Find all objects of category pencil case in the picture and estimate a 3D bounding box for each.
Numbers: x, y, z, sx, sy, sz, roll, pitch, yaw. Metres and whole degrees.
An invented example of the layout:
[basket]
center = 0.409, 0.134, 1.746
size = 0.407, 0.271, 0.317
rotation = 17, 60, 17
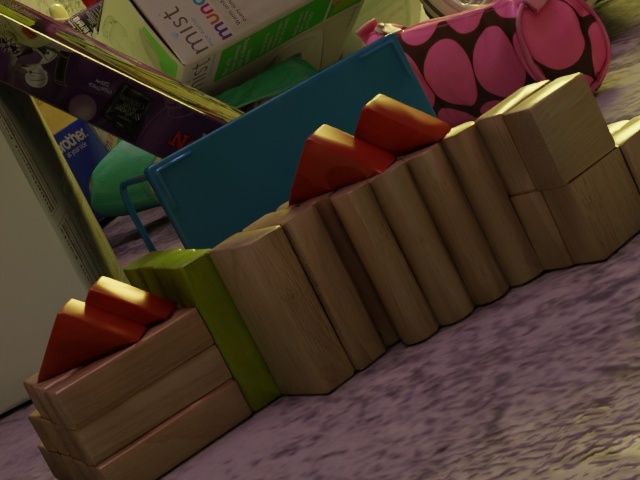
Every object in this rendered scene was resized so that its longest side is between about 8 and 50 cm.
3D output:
[pencil case]
center = 0.111, -0.132, 1.221
size = 0.095, 0.098, 0.209
rotation = -34, 15, -33

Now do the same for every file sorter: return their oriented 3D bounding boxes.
[file sorter]
center = -0.017, -0.028, 1.002
size = 0.170, 0.118, 0.104
rotation = -31, 10, -19

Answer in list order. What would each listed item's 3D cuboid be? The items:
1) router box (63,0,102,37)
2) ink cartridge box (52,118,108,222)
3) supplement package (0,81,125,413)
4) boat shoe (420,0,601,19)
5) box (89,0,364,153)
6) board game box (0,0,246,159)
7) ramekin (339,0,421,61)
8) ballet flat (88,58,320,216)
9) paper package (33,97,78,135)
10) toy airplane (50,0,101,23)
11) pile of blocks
[router box]
center = -0.205, -0.196, 1.667
size = 0.092, 0.038, 0.122
rotation = -35, -17, -17
[ink cartridge box]
center = -0.218, -0.088, 1.733
size = 0.046, 0.097, 0.207
rotation = -32, 8, 32
[supplement package]
center = -0.269, 0.009, 1.183
size = 0.199, 0.198, 0.262
rotation = -26, 12, -1
[boat shoe]
center = 0.169, -0.255, 1.518
size = 0.187, 0.156, 0.500
rotation = -21, 24, 5
[box]
center = -0.095, -0.194, 1.616
size = 0.231, 0.126, 0.262
rotation = -32, -14, -26
[board game box]
center = -0.153, -0.111, 1.205
size = 0.056, 0.347, 0.208
rotation = -63, 9, 10
[ramekin]
center = -0.007, -0.260, 1.790
size = 0.109, 0.207, 0.207
rotation = -43, 18, -29
[ballet flat]
center = -0.090, -0.086, 1.506
size = 0.247, 0.083, 0.087
rotation = -31, 40, -18
[paper package]
center = -0.402, -0.087, 1.973
size = 0.325, 0.168, 0.309
rotation = -17, 15, 43
[toy airplane]
center = -0.181, -0.311, 2.363
size = 0.386, 0.272, 0.384
rotation = 8, 21, -8
[pile of blocks]
center = 0.000, 0.000, 0.854
size = 0.362, 0.112, 0.149
rotation = -26, 12, 0
